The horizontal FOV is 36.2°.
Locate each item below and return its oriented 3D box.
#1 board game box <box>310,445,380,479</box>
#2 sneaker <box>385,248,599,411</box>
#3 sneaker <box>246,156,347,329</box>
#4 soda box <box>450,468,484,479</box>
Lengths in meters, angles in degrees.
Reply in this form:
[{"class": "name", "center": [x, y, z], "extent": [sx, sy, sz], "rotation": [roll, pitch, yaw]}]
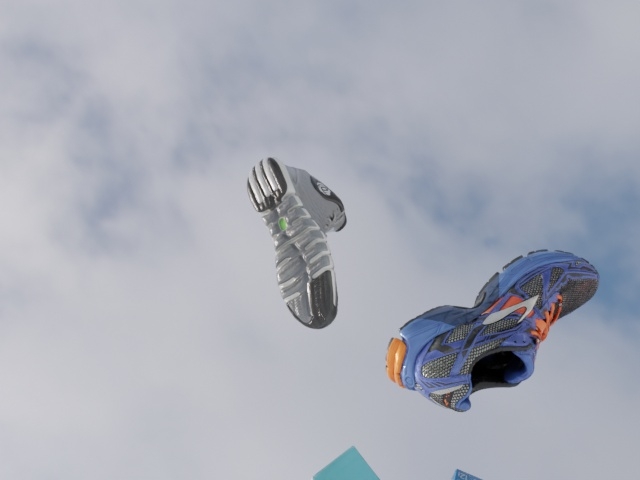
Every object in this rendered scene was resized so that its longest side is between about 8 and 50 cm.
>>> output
[{"class": "board game box", "center": [0.100, 0.473, 1.347], "extent": [0.079, 0.336, 0.254], "rotation": [-33, -19, -24]}, {"class": "sneaker", "center": [0.164, 0.084, 0.849], "extent": [0.221, 0.087, 0.083], "rotation": [-29, -43, -22]}, {"class": "sneaker", "center": [0.000, 0.000, 1.236], "extent": [0.086, 0.229, 0.132], "rotation": [-30, -20, 34]}, {"class": "soda box", "center": [0.282, 0.423, 1.449], "extent": [0.210, 0.067, 0.071], "rotation": [22, -62, 5]}]
